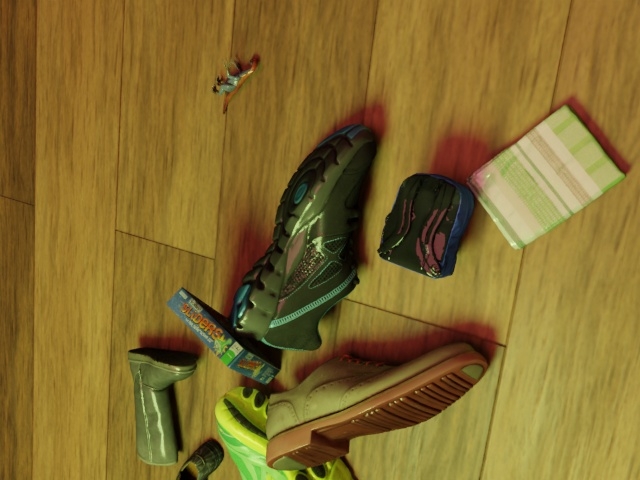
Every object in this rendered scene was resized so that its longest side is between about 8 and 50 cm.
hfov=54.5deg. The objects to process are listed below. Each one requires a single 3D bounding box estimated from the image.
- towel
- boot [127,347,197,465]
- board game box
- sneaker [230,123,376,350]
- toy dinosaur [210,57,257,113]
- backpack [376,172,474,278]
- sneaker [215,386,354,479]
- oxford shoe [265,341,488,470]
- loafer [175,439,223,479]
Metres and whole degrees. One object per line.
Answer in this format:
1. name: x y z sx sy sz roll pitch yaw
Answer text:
1. towel: 0.267 -0.074 0.750 0.152 0.023 0.113 -39 79 28
2. boot: -0.283 0.305 1.121 0.190 0.076 0.208 -1 90 47
3. board game box: -0.142 0.151 0.943 0.136 0.201 0.035 40 82 20
4. sneaker: 0.000 0.000 0.886 0.140 0.125 0.340 25 101 -19
5. toy dinosaur: -0.128 -0.251 0.970 0.082 0.047 0.090 -4 129 24
6. backpack: 0.138 -0.025 0.788 0.098 0.101 0.120 19 103 27
7. sneaker: -0.053 0.358 0.984 0.295 0.109 0.123 45 142 16
8. oxford shoe: 0.058 0.203 0.867 0.348 0.123 0.130 -28 50 18
9. loafer: -0.238 0.431 1.120 0.062 0.061 0.170 38 116 21
